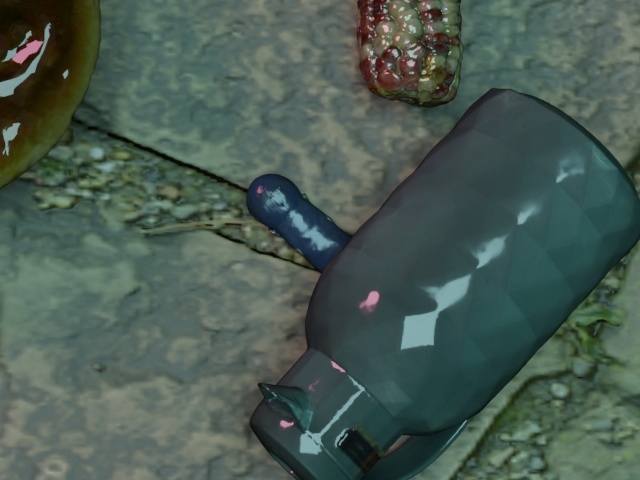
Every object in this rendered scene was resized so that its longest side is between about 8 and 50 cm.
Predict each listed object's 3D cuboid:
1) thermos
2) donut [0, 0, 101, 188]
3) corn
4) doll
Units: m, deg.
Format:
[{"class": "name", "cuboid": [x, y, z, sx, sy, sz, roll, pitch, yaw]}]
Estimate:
[{"class": "thermos", "cuboid": [0.079, 0.051, 1.152, 0.286, 0.182, 0.145, -47, 50, -10]}, {"class": "donut", "cuboid": [-0.310, -0.159, 1.129, 0.330, 0.160, 0.330, -1, 97, -13]}, {"class": "corn", "cuboid": [0.062, -0.209, 1.196, 0.080, 0.079, 0.237, 1, 87, -5]}, {"class": "doll", "cuboid": [0.000, 0.000, 1.207, 0.125, 0.027, 0.037, 41, 85, -5]}]
